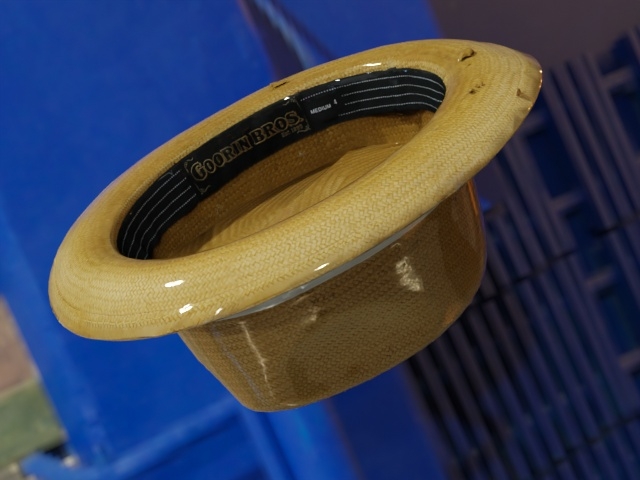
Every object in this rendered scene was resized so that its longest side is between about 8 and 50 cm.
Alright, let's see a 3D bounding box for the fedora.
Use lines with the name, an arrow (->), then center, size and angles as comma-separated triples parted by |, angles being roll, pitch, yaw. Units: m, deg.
fedora -> 0.000, 0.000, 0.666 | 0.194, 0.079, 0.194 | -21, 21, 9
